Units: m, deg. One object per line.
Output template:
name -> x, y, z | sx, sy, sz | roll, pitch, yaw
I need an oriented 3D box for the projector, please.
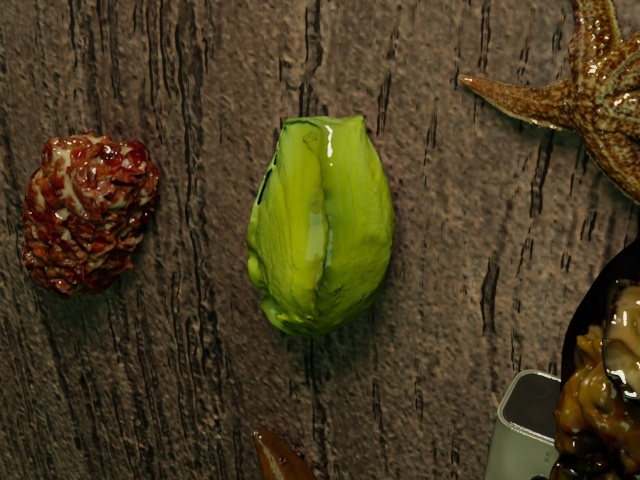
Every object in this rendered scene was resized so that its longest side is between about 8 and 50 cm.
projector -> 0.196, 0.176, 1.151 | 0.083, 0.083, 0.082 | 20, 130, 19

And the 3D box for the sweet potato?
sweet potato -> -0.007, 0.298, 1.381 | 0.057, 0.057, 0.265 | -12, 119, 36

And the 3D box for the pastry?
pastry -> -0.229, -0.019, 1.263 | 0.115, 0.097, 0.208 | 43, 135, 11

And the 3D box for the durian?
durian -> 0.000, 0.000, 1.139 | 0.139, 0.101, 0.250 | 50, 145, 42

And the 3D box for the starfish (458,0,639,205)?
starfish -> 0.210, -0.105, 0.964 | 0.238, 0.057, 0.213 | -4, 112, 32

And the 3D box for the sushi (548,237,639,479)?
sushi -> 0.271, 0.112, 0.987 | 0.213, 0.200, 0.204 | 20, 138, 25
